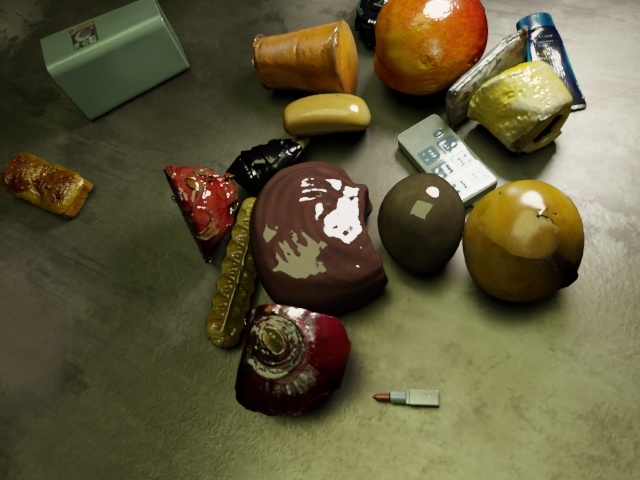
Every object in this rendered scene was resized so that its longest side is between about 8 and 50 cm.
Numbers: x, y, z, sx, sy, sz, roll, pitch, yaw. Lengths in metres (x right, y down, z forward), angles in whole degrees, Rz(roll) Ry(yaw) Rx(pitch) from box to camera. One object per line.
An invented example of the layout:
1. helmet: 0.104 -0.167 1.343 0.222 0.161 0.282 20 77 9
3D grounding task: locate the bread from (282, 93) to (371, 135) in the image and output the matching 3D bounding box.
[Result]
1. bread: 0.014 -0.310 1.336 0.217 0.147 0.098 -5 101 9

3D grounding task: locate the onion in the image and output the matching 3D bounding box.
1. onion: -0.054 0.242 1.063 0.206 0.216 0.207 11 78 2

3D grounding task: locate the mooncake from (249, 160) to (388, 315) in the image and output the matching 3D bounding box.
1. mooncake: 0.000 0.000 1.162 0.333 0.174 0.326 24 63 14

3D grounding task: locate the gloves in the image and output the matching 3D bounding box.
1. gloves: -0.110 -0.193 1.341 0.164 0.124 0.203 41 88 9

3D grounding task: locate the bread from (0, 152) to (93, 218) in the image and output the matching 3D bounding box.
1. bread: -0.770 -0.153 1.512 0.270 0.077 0.139 23 75 21

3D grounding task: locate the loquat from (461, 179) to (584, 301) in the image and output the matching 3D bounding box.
1. loquat: 0.386 0.003 1.042 0.235 0.235 0.235 -6 64 12

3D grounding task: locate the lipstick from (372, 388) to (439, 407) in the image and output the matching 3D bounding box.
1. lipstick: 0.166 0.308 1.064 0.129 0.030 0.030 -1 65 14

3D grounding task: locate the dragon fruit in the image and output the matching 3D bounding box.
1. dragon fruit: -0.259 -0.093 1.283 0.148 0.218 0.224 -26 60 -16

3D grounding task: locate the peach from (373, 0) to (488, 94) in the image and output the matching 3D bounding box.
1. peach: 0.262 -0.473 1.299 0.280 0.238 0.281 -3 68 7

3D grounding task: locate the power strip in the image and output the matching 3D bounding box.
1. power strip: 0.289 -0.184 1.262 0.118 0.046 0.270 -32 60 -2

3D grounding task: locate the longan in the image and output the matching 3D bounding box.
1. longan: 0.208 -0.039 1.133 0.198 0.198 0.212 9 75 19

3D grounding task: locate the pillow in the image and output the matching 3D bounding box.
1. pillow: 0.380 -0.381 1.263 0.255 0.169 0.059 -41 67 -4

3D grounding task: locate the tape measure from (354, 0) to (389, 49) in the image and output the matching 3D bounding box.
1. tape measure: 0.190 -0.606 1.456 0.199 0.112 0.186 23 75 25

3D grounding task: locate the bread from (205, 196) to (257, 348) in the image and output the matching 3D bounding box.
1. bread: -0.183 0.067 1.248 0.077 0.084 0.368 -17 54 53

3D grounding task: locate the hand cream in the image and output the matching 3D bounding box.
1. hand cream: 0.544 -0.422 1.309 0.120 0.061 0.271 -9 71 6

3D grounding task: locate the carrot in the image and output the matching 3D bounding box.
1. carrot: -0.043 -0.457 1.409 0.254 0.196 0.196 2 66 22

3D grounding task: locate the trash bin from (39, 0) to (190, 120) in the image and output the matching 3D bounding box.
1. trash bin: -0.581 -0.532 1.563 0.343 0.223 0.158 -27 61 0

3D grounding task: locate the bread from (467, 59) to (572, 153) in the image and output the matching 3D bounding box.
1. bread: 0.441 -0.294 1.199 0.197 0.197 0.171 -29 68 0
